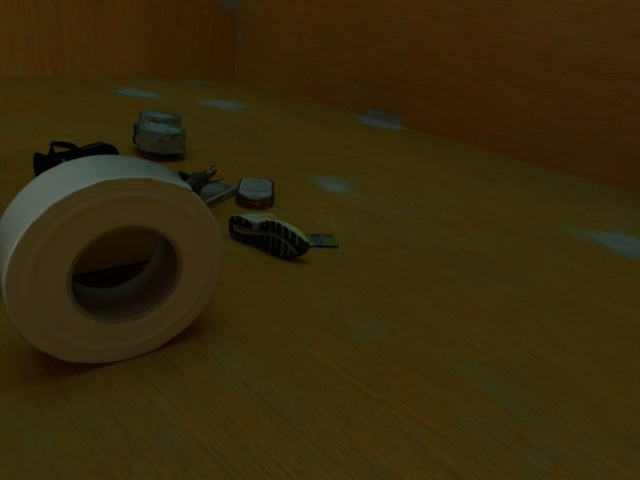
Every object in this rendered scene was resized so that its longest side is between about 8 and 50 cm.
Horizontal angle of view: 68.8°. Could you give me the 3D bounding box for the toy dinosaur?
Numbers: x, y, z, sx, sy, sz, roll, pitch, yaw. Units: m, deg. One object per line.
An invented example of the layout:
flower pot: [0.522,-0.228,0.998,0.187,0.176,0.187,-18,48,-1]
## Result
toy dinosaur: [-0.412,-0.135,1.137,0.314,0.120,0.160,7,13,8]

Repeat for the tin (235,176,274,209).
tin: [-0.185,-0.138,1.329,0.106,0.040,0.189,1,26,-5]

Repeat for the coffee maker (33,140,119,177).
coffee maker: [-0.613,-0.181,1.223,0.171,0.120,0.178,38,32,6]

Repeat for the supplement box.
supplement box: [-0.378,-0.010,0.794,0.192,0.128,0.194,-12,0,-36]

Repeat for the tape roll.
tape roll: [-0.284,0.027,0.658,0.286,0.285,0.100,-12,31,-36]

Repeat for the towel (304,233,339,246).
towel: [0.000,0.000,1.122,0.084,0.009,0.060,1,27,-14]

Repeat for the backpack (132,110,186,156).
backpack: [-0.531,-0.354,1.556,0.166,0.144,0.188,0,29,-29]

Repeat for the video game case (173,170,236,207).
video game case: [-0.382,-0.121,1.242,0.204,0.025,0.285,16,26,15]

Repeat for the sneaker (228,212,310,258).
sneaker: [-0.104,-0.024,1.060,0.209,0.081,0.094,21,26,27]
